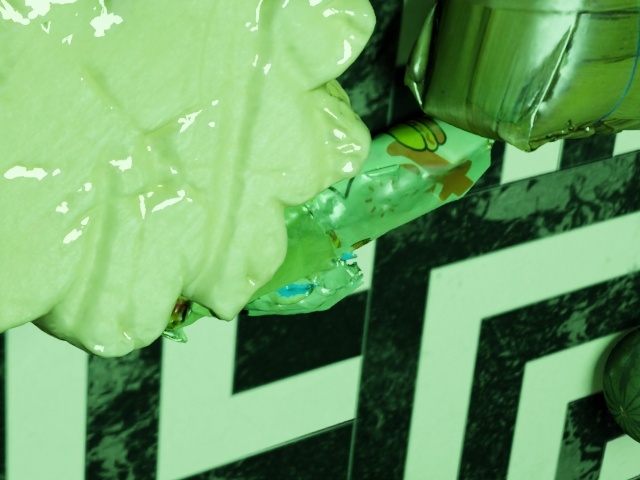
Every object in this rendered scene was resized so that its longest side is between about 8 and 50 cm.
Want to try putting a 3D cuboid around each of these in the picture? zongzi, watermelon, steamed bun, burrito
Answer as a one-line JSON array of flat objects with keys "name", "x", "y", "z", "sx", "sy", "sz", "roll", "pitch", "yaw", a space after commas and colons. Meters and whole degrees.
[{"name": "zongzi", "x": 0.197, "y": -0.190, "z": 1.123, "sx": 0.289, "sy": 0.123, "sz": 0.260, "roll": -8, "pitch": 118, "yaw": -48}, {"name": "watermelon", "x": 0.288, "y": 0.110, "z": 1.382, "sx": 0.133, "sy": 0.105, "sz": 0.105, "roll": -34, "pitch": 134, "yaw": -35}, {"name": "steamed bun", "x": -0.124, "y": -0.077, "z": 0.909, "sx": 0.295, "sy": 0.137, "sz": 0.292, "roll": -48, "pitch": 137, "yaw": 2}, {"name": "burrito", "x": 0.000, "y": 0.000, "z": 1.115, "sx": 0.288, "sy": 0.054, "sz": 0.104, "roll": -26, "pitch": 131, "yaw": -27}]
